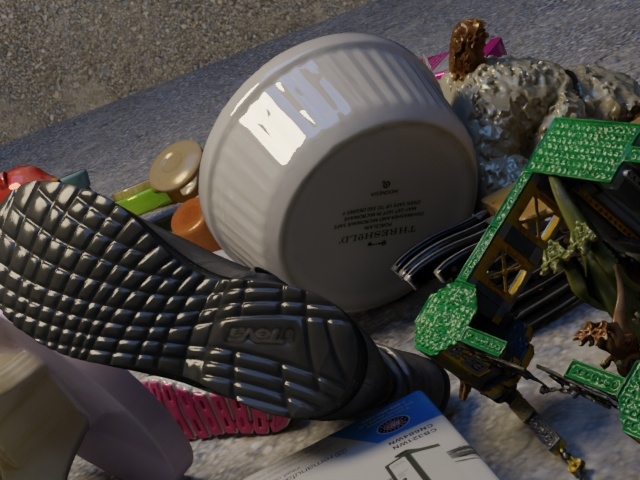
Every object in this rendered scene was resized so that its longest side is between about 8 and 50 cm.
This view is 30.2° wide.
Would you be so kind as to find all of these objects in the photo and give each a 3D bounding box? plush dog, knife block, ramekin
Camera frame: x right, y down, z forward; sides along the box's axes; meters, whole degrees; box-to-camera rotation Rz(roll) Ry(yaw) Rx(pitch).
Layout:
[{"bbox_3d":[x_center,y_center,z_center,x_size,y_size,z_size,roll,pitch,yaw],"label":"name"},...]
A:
[{"bbox_3d":[0.241,-0.129,1.248,0.226,0.210,0.262,-4,13,-16],"label":"plush dog"},{"bbox_3d":[0.207,-0.014,1.080,0.242,0.088,0.275,-10,23,32],"label":"knife block"},{"bbox_3d":[0.029,-0.052,1.141,0.273,0.272,0.127,-28,42,-12],"label":"ramekin"}]

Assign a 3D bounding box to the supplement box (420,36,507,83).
[{"bbox_3d":[0.143,-0.175,1.565,0.220,0.111,0.114,-11,21,31],"label":"supplement box"}]

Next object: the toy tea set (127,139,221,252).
[{"bbox_3d":[-0.132,-0.040,1.584,0.336,0.124,0.200,-9,53,29],"label":"toy tea set"}]

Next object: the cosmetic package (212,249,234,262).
[{"bbox_3d":[-0.133,0.058,1.333,0.239,0.060,0.099,-16,19,22],"label":"cosmetic package"}]

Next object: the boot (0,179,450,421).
[{"bbox_3d":[-0.082,0.069,0.913,0.338,0.223,0.118,25,87,25],"label":"boot"}]

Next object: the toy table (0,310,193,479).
[{"bbox_3d":[-0.263,0.158,0.970,0.274,0.252,0.161,25,54,23],"label":"toy table"}]

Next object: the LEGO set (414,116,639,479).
[{"bbox_3d":[0.244,0.057,0.796,0.331,0.192,0.254,2,60,58],"label":"LEGO set"}]

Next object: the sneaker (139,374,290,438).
[{"bbox_3d":[-0.086,0.134,1.068,0.170,0.063,0.075,-5,26,33],"label":"sneaker"}]

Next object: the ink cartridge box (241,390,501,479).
[{"bbox_3d":[0.045,0.190,0.717,0.148,0.085,0.203,-26,18,-7],"label":"ink cartridge box"}]

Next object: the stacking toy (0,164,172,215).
[{"bbox_3d":[-0.354,-0.082,1.790,0.280,0.130,0.309,-22,8,-4],"label":"stacking toy"}]
